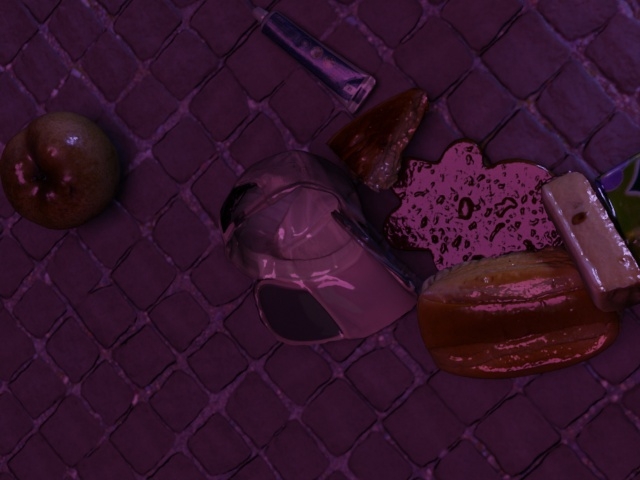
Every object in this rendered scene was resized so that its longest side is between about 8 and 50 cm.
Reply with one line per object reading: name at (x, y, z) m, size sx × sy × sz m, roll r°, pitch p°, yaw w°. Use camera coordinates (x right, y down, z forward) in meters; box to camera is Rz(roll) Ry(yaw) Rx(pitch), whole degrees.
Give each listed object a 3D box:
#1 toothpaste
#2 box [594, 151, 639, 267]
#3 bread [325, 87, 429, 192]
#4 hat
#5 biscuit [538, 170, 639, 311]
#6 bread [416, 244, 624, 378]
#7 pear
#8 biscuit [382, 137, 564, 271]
toothpaste at (-0.014, -0.244, 1.339) m, size 0.197 × 0.035 × 0.057 m, roll 40°, pitch 110°, yaw 11°
box at (0.471, -0.099, 1.099) m, size 0.345 × 0.097 × 0.134 m, roll -32°, pitch 50°, yaw 27°
bread at (0.059, -0.120, 1.293) m, size 0.136 × 0.054 × 0.154 m, roll 2°, pitch 53°, yaw 47°
hat at (0.005, 0.007, 1.283) m, size 0.275 × 0.161 × 0.232 m, roll 41°, pitch 137°, yaw -6°
biscuit at (0.300, -0.001, 1.144) m, size 0.056 × 0.052 × 0.188 m, roll -19°, pitch 44°, yaw 2°
bread at (0.234, 0.087, 1.210) m, size 0.236 × 0.106 × 0.140 m, roll -13°, pitch 110°, yaw 18°
pear at (-0.361, -0.095, 1.414) m, size 0.167 × 0.136 × 0.167 m, roll 4°, pitch 110°, yaw 12°
biscuit at (0.193, -0.036, 1.271) m, size 0.236 × 0.039 × 0.180 m, roll 9°, pitch 93°, yaw 19°
